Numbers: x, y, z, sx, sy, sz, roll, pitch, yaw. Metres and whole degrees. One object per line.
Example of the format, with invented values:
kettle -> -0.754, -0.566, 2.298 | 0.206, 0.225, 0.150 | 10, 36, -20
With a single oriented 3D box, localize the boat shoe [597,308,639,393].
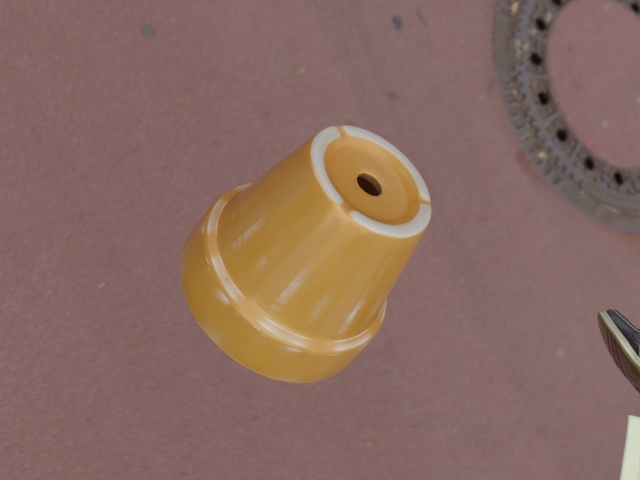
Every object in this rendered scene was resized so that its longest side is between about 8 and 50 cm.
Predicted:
boat shoe -> 0.306, 0.113, 0.937 | 0.049, 0.152, 0.056 | -26, 130, 0

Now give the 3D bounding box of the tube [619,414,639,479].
tube -> 0.268, 0.169, 0.544 | 0.240, 0.062, 0.070 | 16, 33, -6

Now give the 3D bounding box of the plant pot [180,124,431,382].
plant pot -> 0.000, 0.000, 0.958 | 0.205, 0.188, 0.205 | 21, 45, -22
